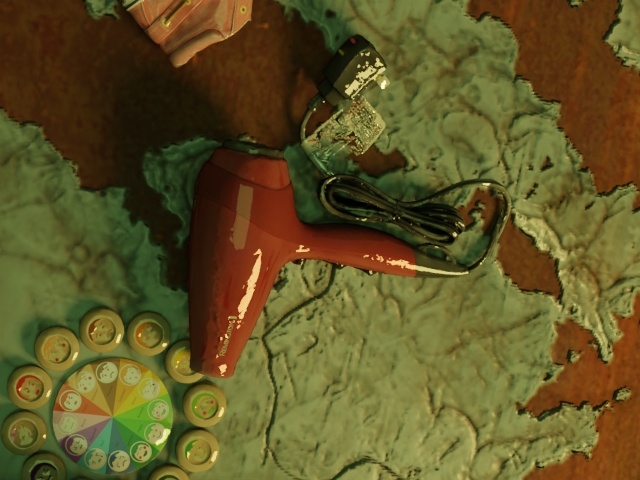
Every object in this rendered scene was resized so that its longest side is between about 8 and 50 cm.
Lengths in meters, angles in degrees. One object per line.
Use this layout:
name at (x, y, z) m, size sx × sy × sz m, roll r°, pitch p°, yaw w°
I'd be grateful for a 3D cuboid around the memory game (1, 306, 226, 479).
memory game at (-0.169, 0.145, 1.282) m, size 0.186 × 0.012 × 0.186 m, roll -1°, pitch 97°, yaw -9°

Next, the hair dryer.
hair dryer at (0.000, 0.000, 1.259) m, size 0.293 × 0.080 × 0.223 m, roll -40°, pitch 101°, yaw -3°

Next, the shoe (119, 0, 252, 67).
shoe at (-0.068, -0.215, 1.237) m, size 0.178 × 0.063 × 0.081 m, roll -36°, pitch 102°, yaw 2°
